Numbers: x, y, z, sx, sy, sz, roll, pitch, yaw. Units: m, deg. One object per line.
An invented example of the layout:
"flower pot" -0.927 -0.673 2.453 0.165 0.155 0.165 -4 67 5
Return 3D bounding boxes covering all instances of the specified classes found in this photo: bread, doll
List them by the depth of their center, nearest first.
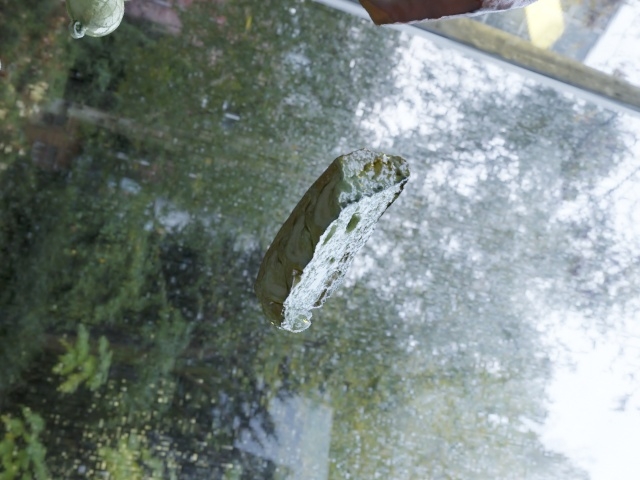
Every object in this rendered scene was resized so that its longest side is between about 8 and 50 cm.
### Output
"bread" 0.000 0.000 0.866 0.128 0.088 0.232 -34 161 -46
"doll" -0.364 -0.461 1.417 0.117 0.141 0.296 12 -122 30

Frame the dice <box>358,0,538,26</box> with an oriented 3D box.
"dice" 0.134 -0.317 0.835 0.175 0.174 0.179 -4 -72 33
